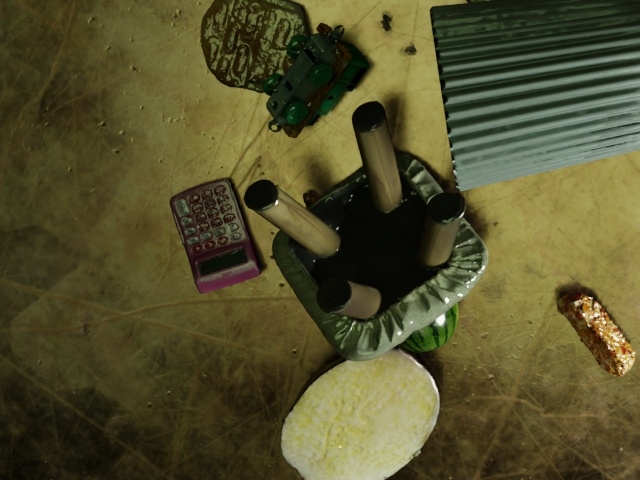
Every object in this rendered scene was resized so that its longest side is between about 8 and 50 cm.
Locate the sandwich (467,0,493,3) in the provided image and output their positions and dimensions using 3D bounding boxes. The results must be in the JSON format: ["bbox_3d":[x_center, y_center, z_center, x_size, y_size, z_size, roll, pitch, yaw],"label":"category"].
[{"bbox_3d":[0.293,-0.515,1.735,0.251,0.087,0.226,-38,94,32],"label":"sandwich"}]

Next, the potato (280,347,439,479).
[{"bbox_3d":[0.072,0.307,1.947,0.239,0.116,0.299,44,101,-10],"label":"potato"}]

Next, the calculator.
[{"bbox_3d":[-0.190,-0.009,1.975,0.126,0.034,0.190,-17,92,13],"label":"calculator"}]

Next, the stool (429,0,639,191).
[{"bbox_3d":[0.354,-0.244,1.711,0.330,0.297,0.297,-8,99,7],"label":"stool"}]

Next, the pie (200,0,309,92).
[{"bbox_3d":[-0.115,-0.343,1.891,0.195,0.046,0.195,1,99,9],"label":"pie"}]

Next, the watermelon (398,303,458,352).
[{"bbox_3d":[0.163,0.098,1.880,0.140,0.140,0.187,-18,93,13],"label":"watermelon"}]

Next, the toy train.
[{"bbox_3d":[-0.007,-0.268,1.847,0.091,0.136,0.228,54,124,31],"label":"toy train"}]

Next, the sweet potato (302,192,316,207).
[{"bbox_3d":[-0.004,0.002,1.940,0.044,0.044,0.179,-19,90,13],"label":"sweet potato"}]

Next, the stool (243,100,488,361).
[{"bbox_3d":[0.070,-0.012,1.759,0.310,0.226,0.310,-37,60,0],"label":"stool"}]

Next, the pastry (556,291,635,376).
[{"bbox_3d":[0.475,0.153,1.866,0.063,0.087,0.169,-37,94,-19],"label":"pastry"}]
